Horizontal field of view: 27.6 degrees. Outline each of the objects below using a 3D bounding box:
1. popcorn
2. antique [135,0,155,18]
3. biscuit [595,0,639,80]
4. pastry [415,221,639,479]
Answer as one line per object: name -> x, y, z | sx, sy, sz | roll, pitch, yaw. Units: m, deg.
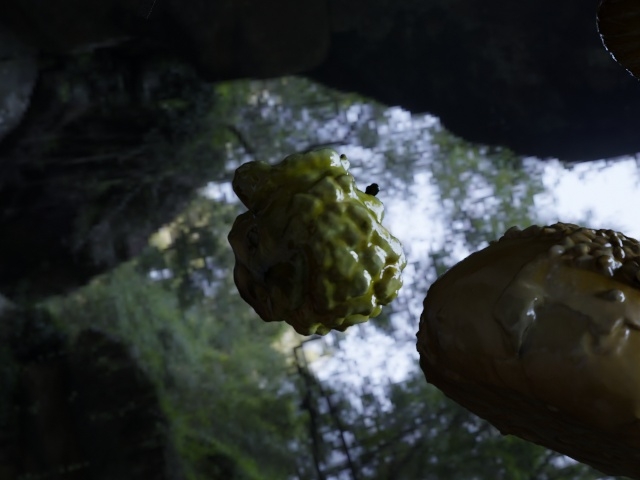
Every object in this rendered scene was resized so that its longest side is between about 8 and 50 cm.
popcorn -> -0.002, 0.001, 1.357 | 0.218, 0.170, 0.189 | -33, -108, 59
antique -> -0.174, -0.352, 1.541 | 0.192, 0.015, 0.031 | -62, -160, 18
biscuit -> 0.360, -0.155, 0.952 | 0.318, 0.318, 0.040 | -12, -117, 61
pastry -> 0.230, 0.082, 1.114 | 0.285, 0.184, 0.315 | 19, -14, 19
